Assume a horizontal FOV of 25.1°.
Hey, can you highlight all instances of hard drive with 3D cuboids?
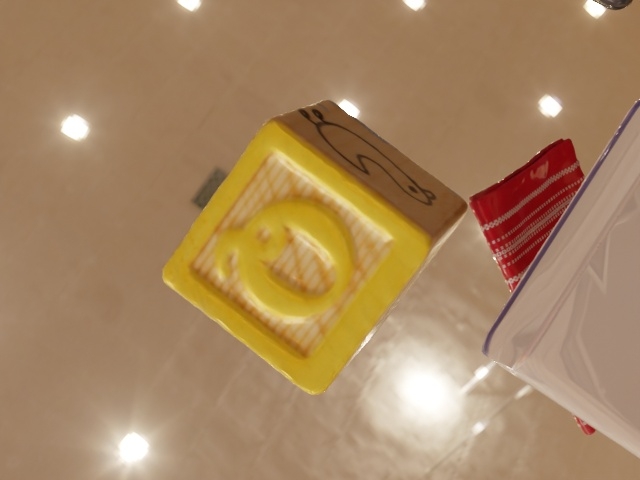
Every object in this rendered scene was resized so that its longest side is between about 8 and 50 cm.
[{"bbox_3d":[0.265,0.054,1.070,0.040,0.210,0.319,32,178,44],"label":"hard drive"}]

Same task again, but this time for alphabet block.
[{"bbox_3d":[0.000,0.000,1.359,0.192,0.193,0.197,36,-163,5],"label":"alphabet block"}]

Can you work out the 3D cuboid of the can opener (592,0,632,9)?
[{"bbox_3d":[0.113,-0.200,0.863,0.186,0.073,0.059,40,-137,-1],"label":"can opener"}]

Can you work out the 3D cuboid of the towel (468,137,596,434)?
[{"bbox_3d":[0.267,0.041,1.506,0.199,0.031,0.275,-29,-86,-46],"label":"towel"}]
